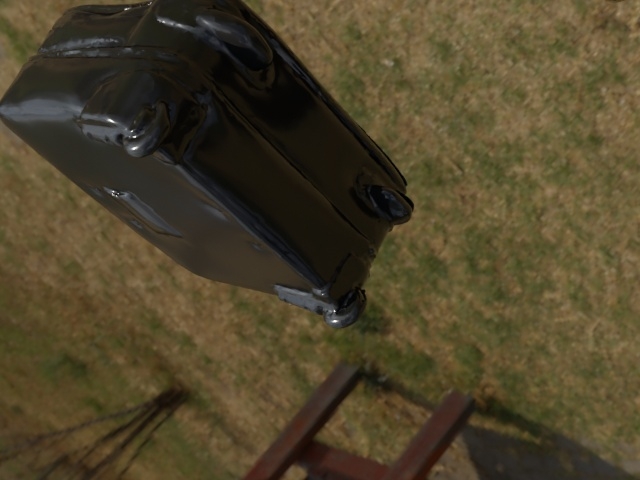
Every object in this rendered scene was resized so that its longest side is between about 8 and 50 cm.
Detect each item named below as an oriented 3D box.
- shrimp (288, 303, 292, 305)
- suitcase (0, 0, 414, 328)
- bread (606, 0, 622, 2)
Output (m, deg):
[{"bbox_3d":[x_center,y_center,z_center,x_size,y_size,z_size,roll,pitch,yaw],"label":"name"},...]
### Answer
[{"bbox_3d":[-0.001,-0.002,1.356,0.052,0.143,0.251,55,128,42],"label":"shrimp"},{"bbox_3d":[-0.118,-0.080,1.007,0.339,0.188,0.345,8,154,47],"label":"suitcase"},{"bbox_3d":[0.291,-0.337,0.994,0.077,0.116,0.200,-12,94,39],"label":"bread"}]
